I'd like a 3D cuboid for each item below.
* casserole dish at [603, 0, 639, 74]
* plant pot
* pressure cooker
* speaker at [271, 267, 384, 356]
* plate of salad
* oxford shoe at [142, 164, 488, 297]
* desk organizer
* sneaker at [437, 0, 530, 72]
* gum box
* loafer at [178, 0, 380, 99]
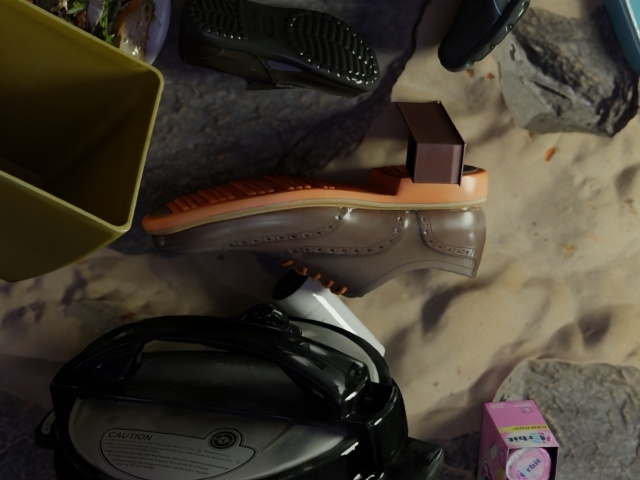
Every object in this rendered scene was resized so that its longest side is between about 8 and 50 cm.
[{"bbox_3d":[0.358,-0.250,1.979,0.114,0.037,0.188,-25,115,0],"label":"casserole dish"},{"bbox_3d":[-0.302,-0.083,1.824,0.212,0.212,0.187,27,136,-21],"label":"plant pot"},{"bbox_3d":[-0.085,0.266,1.941,0.370,0.375,0.420,-14,117,-14],"label":"pressure cooker"},{"bbox_3d":[0.008,0.088,2.049,0.055,0.055,0.136,-39,115,7],"label":"speaker"},{"bbox_3d":[-0.246,-0.224,1.866,0.200,0.048,0.200,-4,115,-9],"label":"plate of salad"},{"bbox_3d":[0.000,0.000,1.955,0.363,0.130,0.133,-4,101,-9],"label":"oxford shoe"},{"bbox_3d":[0.110,-0.101,1.944,0.050,0.130,0.047,1,113,-9],"label":"desk organizer"},{"bbox_3d":[0.190,-0.292,1.910,0.106,0.101,0.267,36,105,0],"label":"sneaker"},{"bbox_3d":[0.220,0.289,2.150,0.062,0.107,0.188,-3,114,-10],"label":"gum box"},{"bbox_3d":[-0.045,-0.190,1.915,0.220,0.080,0.078,16,142,-18],"label":"loafer"}]
